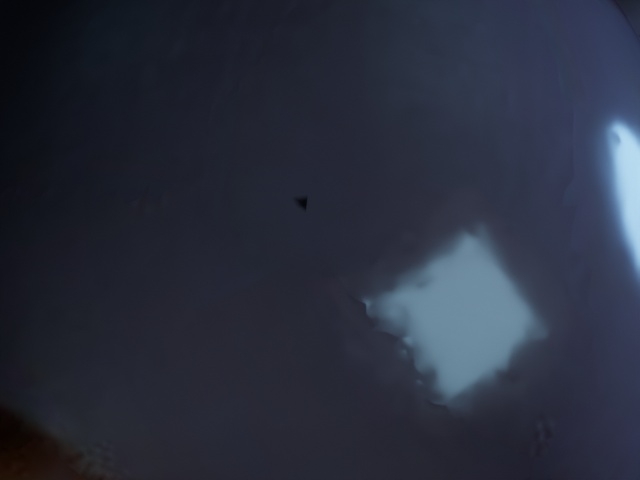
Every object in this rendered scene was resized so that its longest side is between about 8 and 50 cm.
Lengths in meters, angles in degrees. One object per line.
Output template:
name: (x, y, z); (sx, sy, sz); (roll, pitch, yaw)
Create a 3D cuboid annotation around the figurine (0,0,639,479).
figurine: (0.000, 0.000, 0.417); (0.173, 0.173, 0.173); (-18, 121, -34)
